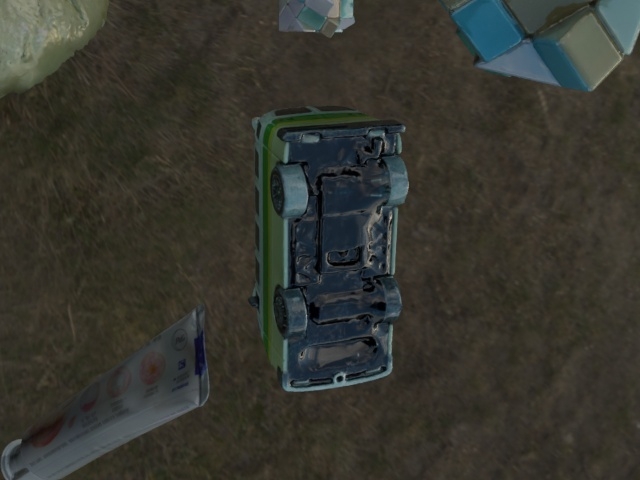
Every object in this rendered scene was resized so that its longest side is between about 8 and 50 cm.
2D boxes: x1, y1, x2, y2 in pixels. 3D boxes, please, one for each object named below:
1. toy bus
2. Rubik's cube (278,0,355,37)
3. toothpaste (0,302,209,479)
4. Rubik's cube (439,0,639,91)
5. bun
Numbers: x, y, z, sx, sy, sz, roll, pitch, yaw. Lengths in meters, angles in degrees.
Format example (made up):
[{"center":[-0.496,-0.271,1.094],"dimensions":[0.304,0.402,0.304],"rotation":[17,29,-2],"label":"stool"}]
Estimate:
[{"center":[0.000,0.000,1.080],"dimensions":[0.133,0.165,0.276],"rotation":[-6,113,-19],"label":"toy bus"},{"center":[-0.002,-0.262,1.131],"dimensions":[0.075,0.073,0.084],"rotation":[-30,121,-32],"label":"Rubik's cube"},{"center":[-0.211,0.170,1.025],"dimensions":[0.066,0.100,0.323],"rotation":[23,138,-37],"label":"toothpaste"},{"center":[0.207,-0.256,0.941],"dimensions":[0.224,0.265,0.213],"rotation":[-28,120,28],"label":"Rubik's cube"},{"center":[-0.344,-0.251,1.022],"dimensions":[0.259,0.259,0.152],"rotation":[-34,134,-7],"label":"bun"}]
